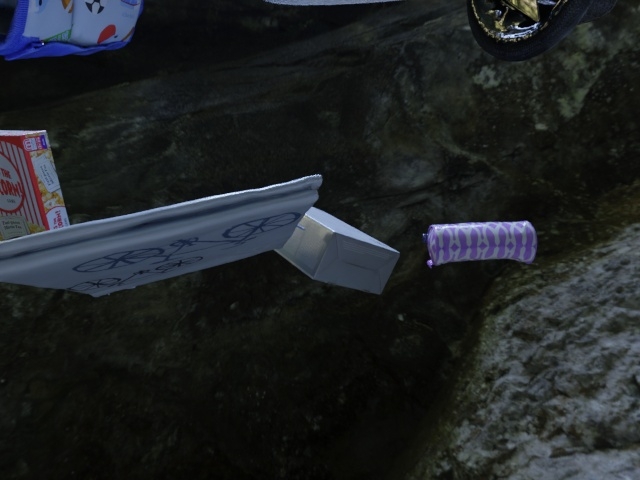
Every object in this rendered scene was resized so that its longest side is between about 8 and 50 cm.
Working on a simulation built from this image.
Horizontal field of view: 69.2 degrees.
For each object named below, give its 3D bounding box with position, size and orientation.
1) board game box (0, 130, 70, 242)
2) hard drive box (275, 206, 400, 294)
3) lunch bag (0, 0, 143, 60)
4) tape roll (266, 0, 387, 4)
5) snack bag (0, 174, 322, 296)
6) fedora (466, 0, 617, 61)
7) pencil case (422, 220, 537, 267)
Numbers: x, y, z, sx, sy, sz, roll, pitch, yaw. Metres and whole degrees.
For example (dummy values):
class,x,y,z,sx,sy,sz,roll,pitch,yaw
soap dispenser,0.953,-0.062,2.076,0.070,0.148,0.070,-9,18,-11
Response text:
class,x,y,z,sx,sy,sz,roll,pitch,yaw
board game box,-0.470,-0.072,0.720,0.147,0.045,0.193,5,-67,22
hard drive box,0.000,0.000,0.869,0.181,0.232,0.089,18,-79,-42
lunch bag,-0.368,-0.419,0.542,0.239,0.327,0.384,-8,-66,5
tape roll,0.062,-0.361,0.564,0.287,0.286,0.100,-11,-56,-7
snack bag,-0.175,0.007,0.594,0.324,0.342,0.037,-15,-97,-12
fedora,0.408,-0.471,0.812,0.153,0.334,0.333,-1,-90,-21
pencil case,0.309,0.009,0.905,0.206,0.086,0.088,-3,-73,4
